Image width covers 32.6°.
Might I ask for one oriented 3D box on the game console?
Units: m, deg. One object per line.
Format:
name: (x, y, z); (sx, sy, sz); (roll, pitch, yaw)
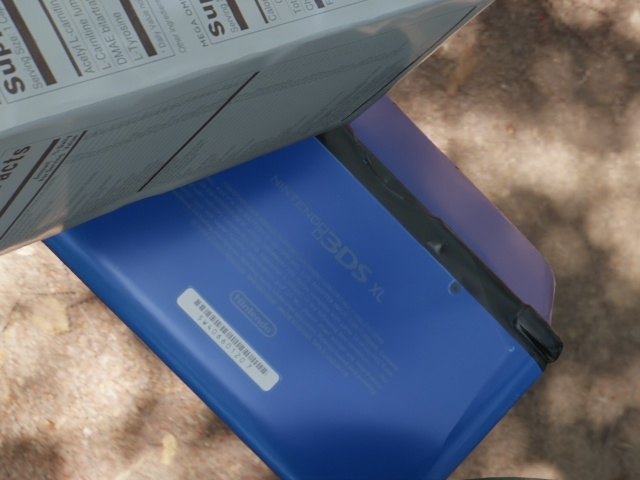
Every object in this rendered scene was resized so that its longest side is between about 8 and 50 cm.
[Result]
game console: (0.000, 0.000, 0.703); (0.293, 0.173, 0.250); (45, 80, -1)

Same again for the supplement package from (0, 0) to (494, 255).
supplement package: (-0.068, -0.098, 0.413); (0.244, 0.139, 0.134); (-25, 83, -40)

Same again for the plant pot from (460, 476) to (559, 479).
plant pot: (0.092, 0.216, 0.463); (0.195, 0.290, 0.290); (-35, 113, -52)
